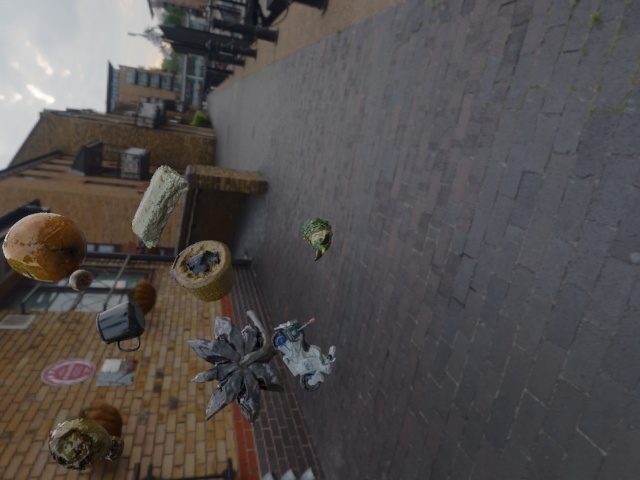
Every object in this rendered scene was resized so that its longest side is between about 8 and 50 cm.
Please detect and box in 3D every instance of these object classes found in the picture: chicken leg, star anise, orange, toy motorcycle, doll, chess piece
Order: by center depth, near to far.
[{"bbox_3d":[-0.159,0.240,0.848,0.081,0.230,0.262,-46,18,40],"label":"star anise"},{"bbox_3d":[-0.489,0.440,0.901,0.087,0.107,0.251,-50,-16,-25],"label":"chicken leg"},{"bbox_3d":[0.008,0.000,1.008,0.113,0.077,0.078,52,127,46],"label":"doll"},{"bbox_3d":[-0.040,0.325,1.228,0.221,0.150,0.102,55,174,-3],"label":"toy motorcycle"},{"bbox_3d":[-0.954,0.025,1.453,0.246,0.246,0.245,-176,90,-73],"label":"orange"},{"bbox_3d":[-0.934,0.155,1.623,0.084,0.038,0.083,12,-90,-73],"label":"chess piece"}]

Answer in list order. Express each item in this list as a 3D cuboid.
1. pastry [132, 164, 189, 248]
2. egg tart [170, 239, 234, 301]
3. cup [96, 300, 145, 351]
[{"bbox_3d":[-0.483,-0.099,1.234,0.258,0.089,0.121,-54,42,16],"label":"pastry"},{"bbox_3d":[-0.401,0.115,1.468,0.170,0.216,0.215,77,180,-45],"label":"egg tart"},{"bbox_3d":[-0.877,0.390,1.842,0.169,0.177,0.222,112,140,-71],"label":"cup"}]
